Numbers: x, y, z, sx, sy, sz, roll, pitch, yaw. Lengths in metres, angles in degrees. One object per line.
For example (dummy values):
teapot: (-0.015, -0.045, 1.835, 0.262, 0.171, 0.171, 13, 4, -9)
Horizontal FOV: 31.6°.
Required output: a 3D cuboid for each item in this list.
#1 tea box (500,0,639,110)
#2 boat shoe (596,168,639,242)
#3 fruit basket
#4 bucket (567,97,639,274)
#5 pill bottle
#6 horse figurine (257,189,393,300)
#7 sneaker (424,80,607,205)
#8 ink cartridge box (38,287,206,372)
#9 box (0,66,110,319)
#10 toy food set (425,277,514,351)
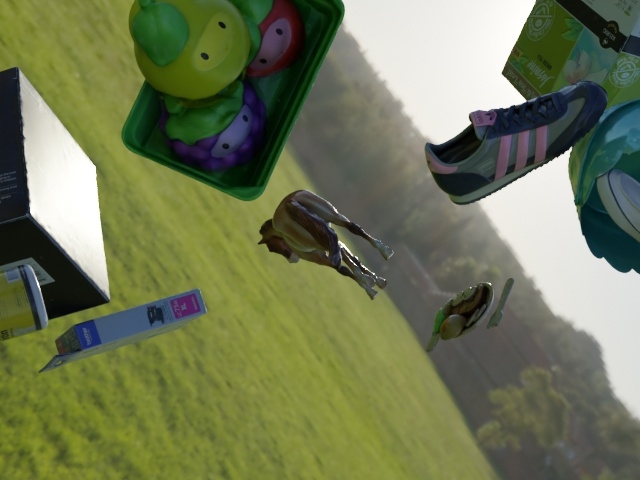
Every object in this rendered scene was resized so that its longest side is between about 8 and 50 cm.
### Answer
tea box: (0.579, -0.381, 2.274, 0.220, 0.323, 0.329, 9, 29, -25)
boat shoe: (0.551, -0.026, 1.788, 0.258, 0.084, 0.095, 43, 48, -4)
fruit basket: (-0.152, -0.275, 1.760, 0.283, 0.392, 0.392, 24, 7, -2)
bucket: (0.553, -0.095, 1.899, 0.281, 0.281, 0.183, 50, 18, -29)
pill bottle: (-0.501, 0.106, 1.657, 0.103, 0.184, 0.103, 164, -90, -74)
horse figurine: (0.000, 0.000, 1.327, 0.174, 0.066, 0.263, 35, -8, 9)
sneaker: (0.321, -0.184, 1.887, 0.131, 0.319, 0.112, 45, 19, -35)
ink cartridge box: (-0.395, 0.176, 2.213, 0.186, 0.311, 0.065, -31, -101, 62)
box: (-0.530, -0.068, 1.999, 0.343, 0.179, 0.312, 64, 12, -59)
toy food set: (0.255, 0.123, 2.012, 0.038, 0.192, 0.132, 40, 52, -17)
